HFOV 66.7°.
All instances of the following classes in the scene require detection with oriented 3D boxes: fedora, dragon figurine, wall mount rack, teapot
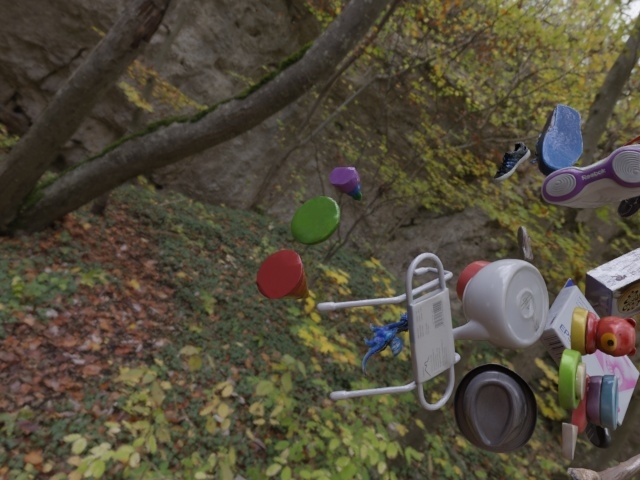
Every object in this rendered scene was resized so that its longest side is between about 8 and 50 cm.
[{"bbox_3d":[0.516,0.514,1.450,0.243,0.276,0.124,12,2,23],"label":"fedora"},{"bbox_3d":[0.234,0.352,1.705,0.143,0.289,0.085,-8,-66,28],"label":"dragon figurine"},{"bbox_3d":[0.161,0.202,1.030,0.130,0.304,0.350,10,-68,55],"label":"wall mount rack"},{"bbox_3d":[0.476,0.165,1.313,0.255,0.253,0.187,11,-9,-34],"label":"teapot"}]

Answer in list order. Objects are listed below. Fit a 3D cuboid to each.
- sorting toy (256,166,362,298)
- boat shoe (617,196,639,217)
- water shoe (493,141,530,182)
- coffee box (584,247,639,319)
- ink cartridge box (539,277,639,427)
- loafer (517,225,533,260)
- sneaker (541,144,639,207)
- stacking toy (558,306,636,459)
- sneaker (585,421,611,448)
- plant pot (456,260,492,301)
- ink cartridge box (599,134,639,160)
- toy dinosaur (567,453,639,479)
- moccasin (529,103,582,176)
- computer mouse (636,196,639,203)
[{"bbox_3d":[0.000,0.000,1.148,0.127,0.366,0.126,21,-17,40],"label":"sorting toy"},{"bbox_3d":[0.925,-0.145,1.433,0.064,0.075,0.206,7,-36,1],"label":"boat shoe"},{"bbox_3d":[0.773,-0.324,2.011,0.080,0.203,0.073,50,-10,-12],"label":"water shoe"},{"bbox_3d":[1.043,0.138,1.612,0.119,0.297,0.168,-123,-167,-56],"label":"coffee box"},{"bbox_3d":[0.800,0.307,1.427,0.324,0.330,0.071,54,-40,1],"label":"ink cartridge box"},{"bbox_3d":[0.722,0.012,1.714,0.039,0.125,0.045,2,-13,-6],"label":"loafer"},{"bbox_3d":[0.716,-0.149,1.192,0.305,0.114,0.152,-9,-15,44],"label":"sneaker"},{"bbox_3d":[0.650,0.340,1.126,0.130,0.279,0.309,1,-69,36],"label":"stacking toy"},{"bbox_3d":[0.900,0.568,1.532,0.132,0.086,0.229,18,26,0],"label":"sneaker"},{"bbox_3d":[0.689,0.210,1.914,0.275,0.275,0.243,40,-3,-32],"label":"plant pot"},{"bbox_3d":[1.275,-0.349,1.844,0.260,0.066,0.296,-5,-19,-22],"label":"ink cartridge box"},{"bbox_3d":[0.300,0.368,0.539,0.127,0.296,0.200,13,-30,21],"label":"toy dinosaur"},{"bbox_3d":[0.745,-0.292,1.524,0.137,0.342,0.117,31,-38,9],"label":"moccasin"},{"bbox_3d":[0.895,-0.101,1.278,0.193,0.106,0.042,30,-26,-20],"label":"computer mouse"}]
